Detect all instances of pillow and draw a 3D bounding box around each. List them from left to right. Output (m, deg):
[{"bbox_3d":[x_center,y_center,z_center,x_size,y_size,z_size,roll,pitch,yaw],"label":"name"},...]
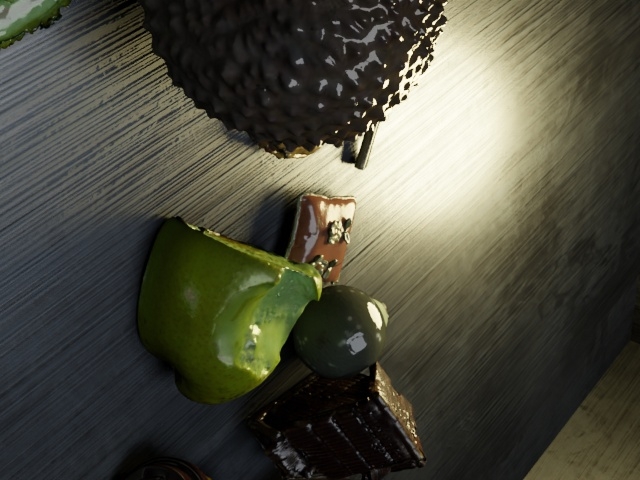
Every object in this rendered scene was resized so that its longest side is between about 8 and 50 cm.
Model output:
[{"bbox_3d":[0.000,0.000,1.401,0.171,0.075,0.179,-1,110,-49],"label":"pillow"}]

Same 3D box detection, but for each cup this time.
[{"bbox_3d":[-0.234,0.494,1.335,0.196,0.196,0.279,-56,151,-10],"label":"cup"}]

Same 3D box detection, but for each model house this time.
[{"bbox_3d":[0.076,0.402,1.505,0.297,0.283,0.317,-46,117,-34],"label":"model house"}]

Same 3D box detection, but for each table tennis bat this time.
[{"bbox_3d":[0.111,-0.257,1.393,0.154,0.021,0.274,-42,152,-62],"label":"table tennis bat"}]

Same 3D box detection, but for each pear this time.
[{"bbox_3d":[-0.155,0.133,1.219,0.286,0.176,0.281,22,95,-52],"label":"pear"}]

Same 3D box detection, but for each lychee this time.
[{"bbox_3d":[-0.027,-0.302,0.941,0.380,0.380,0.432,-70,166,8],"label":"lychee"}]

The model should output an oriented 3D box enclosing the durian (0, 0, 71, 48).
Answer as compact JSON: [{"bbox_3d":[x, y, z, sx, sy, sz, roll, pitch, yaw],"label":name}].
[{"bbox_3d":[-0.314,-0.293,0.828,0.375,0.107,0.132,-53,143,-13],"label":"durian"}]

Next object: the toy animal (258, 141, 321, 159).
[{"bbox_3d":[0.000,-0.223,1.290,0.276,0.054,0.149,-27,125,-36],"label":"toy animal"}]

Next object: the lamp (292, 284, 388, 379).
[{"bbox_3d":[0.051,0.186,1.525,0.181,0.182,0.314,-62,165,-2],"label":"lamp"}]
